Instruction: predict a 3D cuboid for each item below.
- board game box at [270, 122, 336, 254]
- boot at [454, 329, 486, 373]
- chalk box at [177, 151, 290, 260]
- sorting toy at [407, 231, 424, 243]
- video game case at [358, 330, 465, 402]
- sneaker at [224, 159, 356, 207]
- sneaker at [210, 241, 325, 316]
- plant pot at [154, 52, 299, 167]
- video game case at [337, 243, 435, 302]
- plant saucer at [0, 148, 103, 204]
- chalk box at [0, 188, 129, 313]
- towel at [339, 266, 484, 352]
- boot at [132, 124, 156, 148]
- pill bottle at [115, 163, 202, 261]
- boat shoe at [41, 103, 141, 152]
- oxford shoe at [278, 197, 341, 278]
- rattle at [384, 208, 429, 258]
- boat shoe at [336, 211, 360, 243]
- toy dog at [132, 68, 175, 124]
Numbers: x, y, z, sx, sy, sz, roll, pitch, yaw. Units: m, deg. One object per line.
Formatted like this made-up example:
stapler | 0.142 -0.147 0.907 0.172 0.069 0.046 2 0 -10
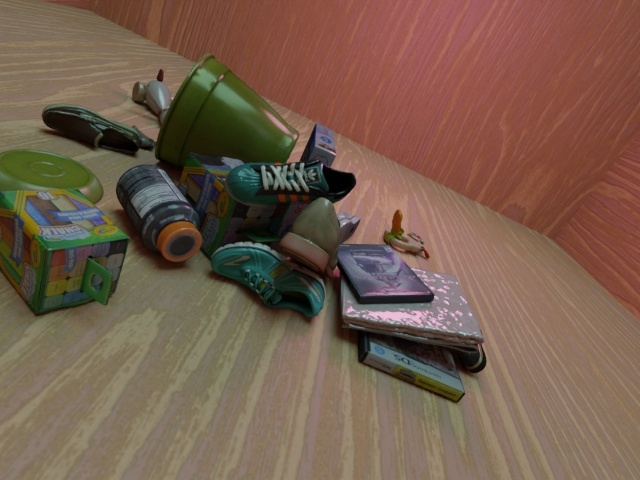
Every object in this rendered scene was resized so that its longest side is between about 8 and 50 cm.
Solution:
board game box | -0.051 -0.163 1.203 0.066 0.317 0.318 22 24 -10
boot | 0.363 0.233 1.072 0.137 0.077 0.197 45 18 -16
chalk box | -0.212 -0.066 1.015 0.180 0.179 0.289 -2 38 -50
sorting toy | 0.424 -0.012 1.768 0.083 0.012 0.062 38 26 24
video game case | 0.209 0.242 0.999 0.249 0.035 0.274 24 23 -6
sneaker | -0.056 -0.137 0.910 0.303 0.121 0.107 -3 78 -34
sneaker | -0.112 0.088 0.904 0.276 0.107 0.109 22 34 -11
plant pot | -0.272 -0.333 1.302 0.353 0.366 0.366 28 23 -13
video game case | 0.147 0.078 1.069 0.196 0.026 0.274 1 24 -18
plant saucer | -0.626 -0.150 0.925 0.241 0.037 0.241 23 25 -11
chalk box | -0.420 0.024 0.668 0.213 0.132 0.132 36 25 23
towel | 0.212 0.147 1.033 0.333 0.053 0.317 10 24 -1
boot | -0.593 -0.341 1.354 0.087 0.042 0.118 22 24 -27
pill bottle | -0.355 -0.058 0.906 0.131 0.130 0.245 1 36 -46
boat shoe | -0.652 -0.317 1.174 0.258 0.095 0.095 7 36 -38
oxford shoe | 0.000 0.000 0.988 0.141 0.146 0.397 28 -6 1
rattle | 0.358 -0.025 1.580 0.200 0.142 0.130 20 6 -2
boat shoe | 0.064 -0.049 1.391 0.084 0.095 0.258 28 13 12
toy dog | -0.631 -0.583 1.647 0.334 0.160 0.220 37 26 21
